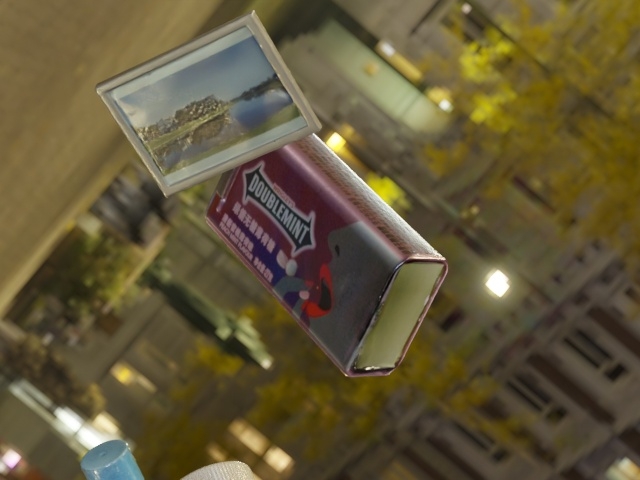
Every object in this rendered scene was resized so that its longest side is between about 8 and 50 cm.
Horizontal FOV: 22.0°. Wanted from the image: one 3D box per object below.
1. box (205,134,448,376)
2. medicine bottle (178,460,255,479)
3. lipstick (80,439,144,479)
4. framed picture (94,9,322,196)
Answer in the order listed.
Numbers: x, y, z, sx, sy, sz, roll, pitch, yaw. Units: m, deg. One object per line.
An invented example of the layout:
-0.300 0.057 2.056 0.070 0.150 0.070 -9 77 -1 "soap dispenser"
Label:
0.000 0.000 1.335 0.069 0.224 0.120 4 120 -42 "box"
-0.035 0.272 1.114 0.114 0.252 0.114 -19 152 -11 "medicine bottle"
-0.169 0.260 1.516 0.048 0.158 0.048 -19 -157 8 "lipstick"
-0.088 -0.104 1.280 0.149 0.109 0.011 -22 -156 24 "framed picture"
